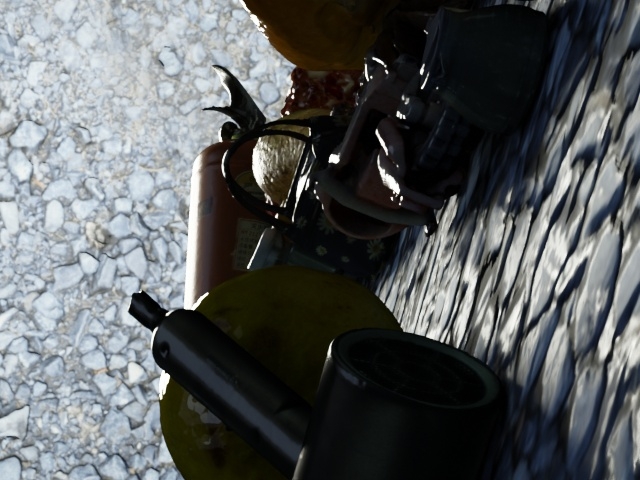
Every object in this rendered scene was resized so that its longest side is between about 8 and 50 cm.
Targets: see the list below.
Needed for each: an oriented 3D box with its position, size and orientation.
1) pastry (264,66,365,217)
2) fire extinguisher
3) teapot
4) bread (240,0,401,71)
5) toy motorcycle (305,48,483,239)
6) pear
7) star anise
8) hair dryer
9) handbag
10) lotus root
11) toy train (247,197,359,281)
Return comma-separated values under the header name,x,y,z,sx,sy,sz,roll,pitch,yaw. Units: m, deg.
name,x,y,z,sx,sy,sz,roll,pitch,yaw
pastry,-0.002,-0.084,1.699,0.115,0.097,0.208,87,-166,-70
fire extinguisher,-0.072,0.020,1.784,0.200,0.113,0.376,46,-138,-64
teapot,0.081,-0.096,0.870,0.088,0.057,0.066,-83,10,-59
bread,-0.005,-0.250,1.263,0.183,0.236,0.388,-37,-14,8
toy motorcycle,0.049,-0.050,0.994,0.212,0.084,0.118,-136,69,-80
pear,-0.017,0.088,0.933,0.162,0.149,0.148,-107,32,-82
star anise,0.073,-0.148,1.216,0.124,0.056,0.129,-47,6,21
hair dryer,-0.031,0.105,0.818,0.248,0.078,0.195,37,118,46
handbag,-0.005,-0.042,1.259,0.072,0.139,0.115,-102,27,-63
lotus root,0.004,-0.077,1.538,0.191,0.108,0.094,170,88,-72
toy train,0.000,0.000,1.424,0.219,0.089,0.127,115,179,-72
